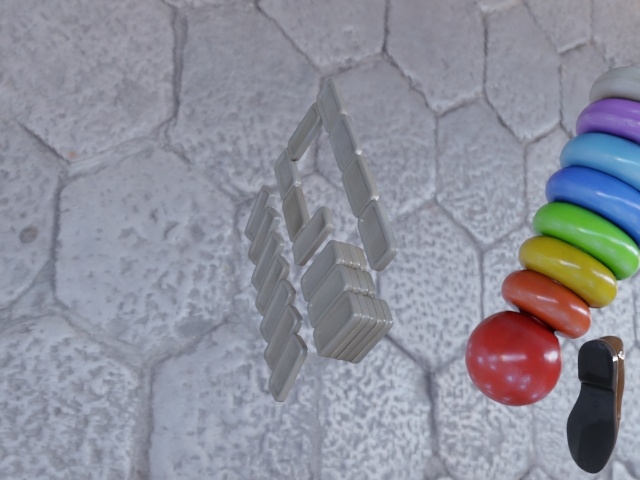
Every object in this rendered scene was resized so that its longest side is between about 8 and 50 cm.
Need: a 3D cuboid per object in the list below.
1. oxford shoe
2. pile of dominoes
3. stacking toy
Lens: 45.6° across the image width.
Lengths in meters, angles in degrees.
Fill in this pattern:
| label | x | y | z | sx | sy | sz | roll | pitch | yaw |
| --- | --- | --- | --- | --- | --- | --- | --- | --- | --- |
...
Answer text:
| label | x | y | z | sx | sy | sz | roll | pitch | yaw |
| --- | --- | --- | --- | --- | --- | --- | --- | --- | --- |
| oxford shoe | 0.412 | 0.238 | 1.105 | 0.076 | 0.076 | 0.212 | -12 | 113 | -41 |
| pile of dominoes | 0.000 | 0.000 | 0.699 | 0.040 | 0.196 | 0.251 | 16 | 39 | -28 |
| stacking toy | 0.242 | 0.005 | 0.717 | 0.141 | 0.141 | 0.330 | 37 | 84 | -31 |
